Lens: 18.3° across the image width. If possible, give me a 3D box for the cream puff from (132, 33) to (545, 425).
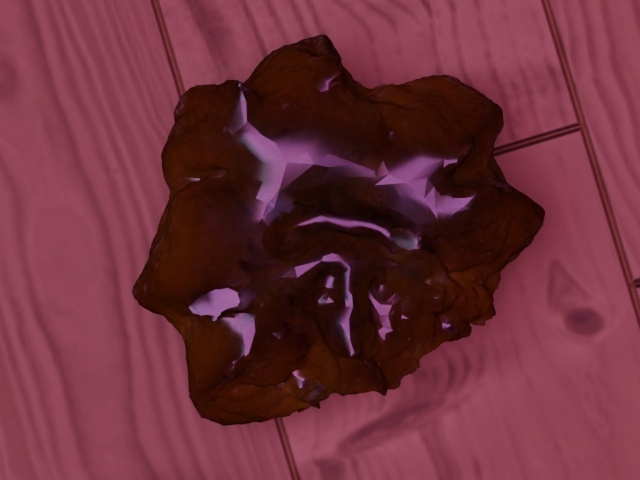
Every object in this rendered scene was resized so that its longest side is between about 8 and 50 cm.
[{"bbox_3d":[0.000,0.000,1.259,0.241,0.155,0.269,29,85,-1],"label":"cream puff"}]
